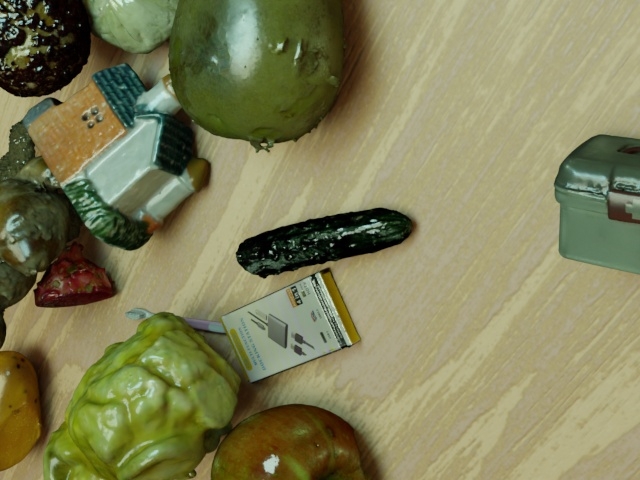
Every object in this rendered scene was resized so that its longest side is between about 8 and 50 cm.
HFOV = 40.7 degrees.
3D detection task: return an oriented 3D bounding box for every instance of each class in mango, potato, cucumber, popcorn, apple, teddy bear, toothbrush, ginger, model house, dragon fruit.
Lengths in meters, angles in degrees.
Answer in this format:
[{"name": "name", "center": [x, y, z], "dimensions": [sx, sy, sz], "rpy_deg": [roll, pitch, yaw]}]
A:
[{"name": "mango", "center": [-0.686, 0.350, 1.830], "dimensions": [0.191, 0.160, 0.290], "rpy_deg": [39, 117, 31]}, {"name": "potato", "center": [-0.081, -0.310, 1.203], "dimensions": [0.270, 0.219, 0.359], "rpy_deg": [22, 111, 37]}, {"name": "cucumber", "center": [0.000, 0.000, 1.311], "dimensions": [0.303, 0.081, 0.072], "rpy_deg": [-15, 64, 37]}, {"name": "popcorn", "center": [-0.296, 0.276, 1.424], "dimensions": [0.334, 0.292, 0.293], "rpy_deg": [-56, 50, 42]}, {"name": "apple", "center": [-0.050, 0.378, 1.376], "dimensions": [0.226, 0.246, 0.246], "rpy_deg": [4, 105, 53]}, {"name": "teddy bear", "center": [-0.552, -0.096, 1.638], "dimensions": [0.251, 0.129, 0.182], "rpy_deg": [52, 127, 14]}, {"name": "toothbrush", "center": [-0.245, 0.147, 1.549], "dimensions": [0.286, 0.025, 0.020], "rpy_deg": [4, 102, 34]}, {"name": "ginger", "center": [-0.551, 0.017, 1.516], "dimensions": [0.375, 0.176, 0.256], "rpy_deg": [-50, 42, 16]}, {"name": "model house", "center": [-0.300, -0.169, 1.446], "dimensions": [0.301, 0.190, 0.271], "rpy_deg": [-38, 71, 10]}, {"name": "dragon fruit", "center": [-0.467, 0.064, 1.627], "dimensions": [0.153, 0.153, 0.110], "rpy_deg": [-16, 75, 36]}]

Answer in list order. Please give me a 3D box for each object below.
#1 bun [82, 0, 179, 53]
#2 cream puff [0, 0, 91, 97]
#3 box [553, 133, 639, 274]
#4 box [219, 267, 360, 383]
[{"name": "bun", "center": [-0.317, -0.424, 1.383], "dimensions": [0.244, 0.153, 0.243], "rpy_deg": [6, 103, 29]}, {"name": "cream puff", "center": [-0.480, -0.337, 1.357], "dimensions": [0.239, 0.165, 0.239], "rpy_deg": [24, 142, 20]}, {"name": "box", "center": [0.384, -0.038, 0.995], "dimensions": [0.210, 0.148, 0.129], "rpy_deg": [13, 120, 32]}, {"name": "box", "center": [-0.061, 0.147, 1.404], "dimensions": [0.247, 0.033, 0.129], "rpy_deg": [-27, 88, 32]}]
